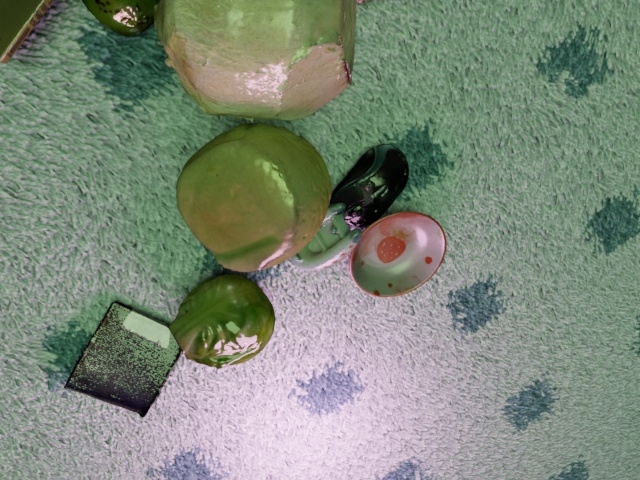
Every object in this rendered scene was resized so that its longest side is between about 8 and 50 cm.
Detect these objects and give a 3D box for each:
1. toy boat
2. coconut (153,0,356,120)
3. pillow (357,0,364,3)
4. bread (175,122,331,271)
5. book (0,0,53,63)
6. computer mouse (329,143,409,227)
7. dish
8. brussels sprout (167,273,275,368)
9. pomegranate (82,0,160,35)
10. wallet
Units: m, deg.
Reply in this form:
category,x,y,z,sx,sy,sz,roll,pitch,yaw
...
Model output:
category,x,y,z,sx,sy,sz,roll,pitch,yaw
toy boat,0.000,0.000,0.987,0.208,0.079,0.134,-35,81,32
coconut,-0.118,-0.391,0.745,0.361,0.346,0.346,5,108,8
pillow,0.148,-0.596,0.823,0.271,0.067,0.173,-9,131,16
bread,-0.135,-0.093,0.872,0.321,0.237,0.320,6,120,10
book,-0.560,-0.509,0.734,0.217,0.021,0.310,42,96,2
computer mouse,0.129,-0.129,1.005,0.137,0.096,0.233,39,96,-21
dish,0.190,0.022,1.061,0.261,0.085,0.260,-6,122,-10
brussels sprout,-0.233,0.199,0.990,0.244,0.244,0.243,-4,109,-10
pomegranate,-0.385,-0.484,0.766,0.143,0.122,0.169,-28,113,2
wallet,-0.491,0.308,1.049,0.221,0.071,0.262,30,97,-14
